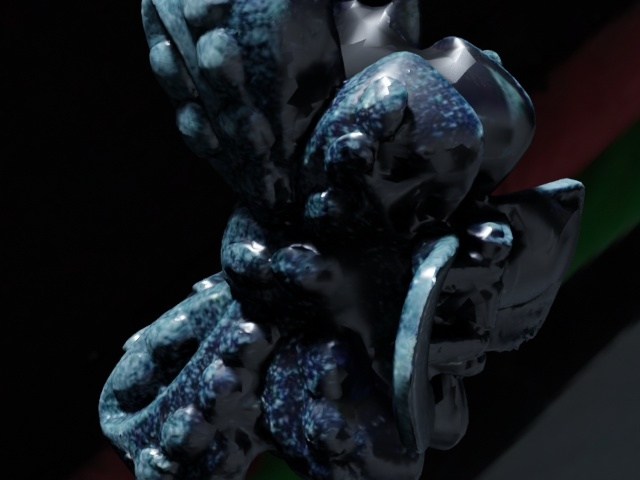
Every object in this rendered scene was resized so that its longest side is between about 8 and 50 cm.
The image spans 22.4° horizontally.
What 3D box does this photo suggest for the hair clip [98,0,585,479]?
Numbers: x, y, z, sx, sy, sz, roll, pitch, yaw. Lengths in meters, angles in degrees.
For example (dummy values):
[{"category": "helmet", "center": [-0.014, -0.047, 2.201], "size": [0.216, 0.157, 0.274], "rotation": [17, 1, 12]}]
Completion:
[{"category": "hair clip", "center": [0.005, 0.005, 0.810], "size": [0.194, 0.206, 0.310], "rotation": [-33, -44, -57]}]
